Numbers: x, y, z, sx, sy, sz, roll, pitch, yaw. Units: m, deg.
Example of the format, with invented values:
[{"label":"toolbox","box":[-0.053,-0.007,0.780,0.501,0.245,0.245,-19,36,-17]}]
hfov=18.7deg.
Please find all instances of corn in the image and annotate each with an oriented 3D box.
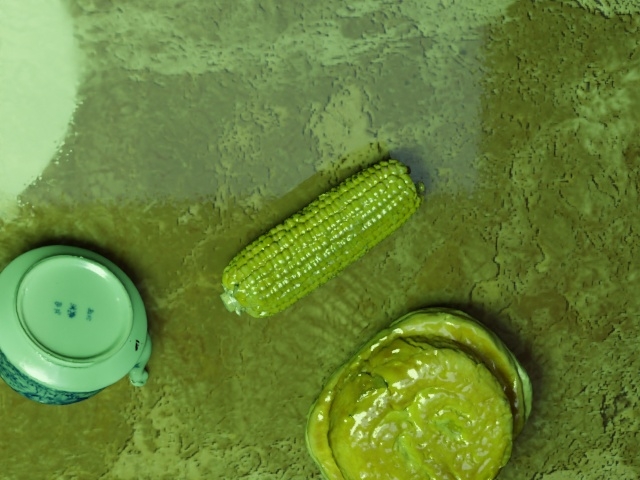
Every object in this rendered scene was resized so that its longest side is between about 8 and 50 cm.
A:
[{"label":"corn","box":[0.000,0.000,1.975,0.238,0.080,0.080,-35,109,3]}]

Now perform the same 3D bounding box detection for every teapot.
[{"label":"teapot","box":[-0.267,0.098,1.933,0.232,0.159,0.159,13,104,-18]}]

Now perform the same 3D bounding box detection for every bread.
[{"label":"bread","box":[0.102,0.185,2.026,0.236,0.120,0.198,-44,107,4]}]
